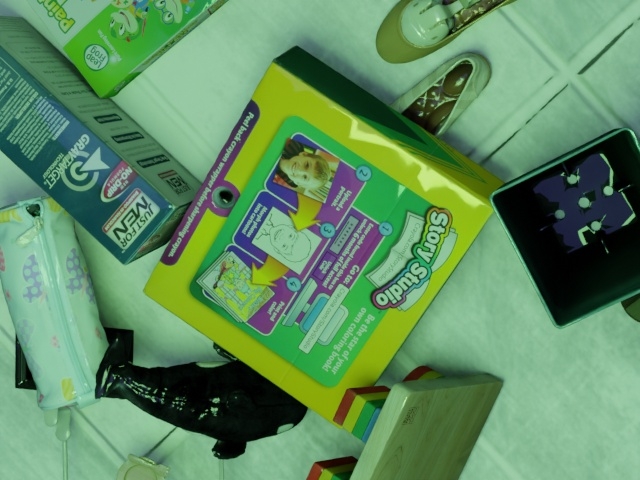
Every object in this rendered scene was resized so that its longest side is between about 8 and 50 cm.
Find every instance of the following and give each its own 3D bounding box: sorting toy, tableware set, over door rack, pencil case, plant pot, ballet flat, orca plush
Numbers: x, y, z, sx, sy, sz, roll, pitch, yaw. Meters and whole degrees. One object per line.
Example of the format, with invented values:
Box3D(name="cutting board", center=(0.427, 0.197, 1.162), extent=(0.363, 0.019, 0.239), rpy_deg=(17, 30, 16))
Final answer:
Box3D(name="sorting toy", center=(0.086, 0.271, 1.535), extent=(0.089, 0.255, 0.257), rpy_deg=(30, 103, 30))
Box3D(name="tableware set", center=(-0.230, 0.369, 1.607), extent=(0.141, 0.020, 0.168), rpy_deg=(37, 96, 3))
Box3D(name="over door rack", center=(-0.229, 0.366, 1.670), extent=(0.239, 0.108, 0.324), rpy_deg=(-4, 92, 5))
Box3D(name="pencil case", center=(-0.335, 0.076, 1.573), extent=(0.124, 0.113, 0.273), rpy_deg=(-14, 93, 55))
Box3D(name="plant pot", center=(0.305, -0.028, 1.430), extent=(0.166, 0.234, 0.165), rpy_deg=(-27, 93, 12))
Box3D(name="ballet flat", center=(0.162, -0.288, 1.498), extent=(0.232, 0.073, 0.080), rpy_deg=(-31, 92, 15))
Box3D(name="orca plush", center=(-0.127, 0.178, 1.554), extent=(0.287, 0.102, 0.151), rpy_deg=(29, 62, -22))

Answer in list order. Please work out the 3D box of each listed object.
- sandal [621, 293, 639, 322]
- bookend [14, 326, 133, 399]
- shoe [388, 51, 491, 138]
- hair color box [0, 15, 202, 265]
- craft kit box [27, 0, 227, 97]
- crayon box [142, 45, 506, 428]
Box3D(name="sandal", center=(0.468, 0.035, 1.506), extent=(0.219, 0.060, 0.090), rpy_deg=(-33, 86, 29))
Box3D(name="bookend", center=(-0.322, 0.123, 1.669), extent=(0.157, 0.072, 0.156), rpy_deg=(5, 100, 10))
Box3D(name="shoe", center=(0.118, -0.151, 1.538), extent=(0.076, 0.058, 0.219), rpy_deg=(45, 105, 1))
Box3D(name="hair color box", center=(-0.315, -0.131, 1.570), extent=(0.347, 0.174, 0.105), rpy_deg=(42, 103, 2))
Box3D(name="craft kit box", center=(-0.257, -0.353, 1.583), extent=(0.247, 0.061, 0.250), rpy_deg=(-37, 91, 18))
Box3D(name="crayon box", center=(0.000, 0.000, 1.541), extent=(0.313, 0.106, 0.363), rpy_deg=(34, 115, 3))
